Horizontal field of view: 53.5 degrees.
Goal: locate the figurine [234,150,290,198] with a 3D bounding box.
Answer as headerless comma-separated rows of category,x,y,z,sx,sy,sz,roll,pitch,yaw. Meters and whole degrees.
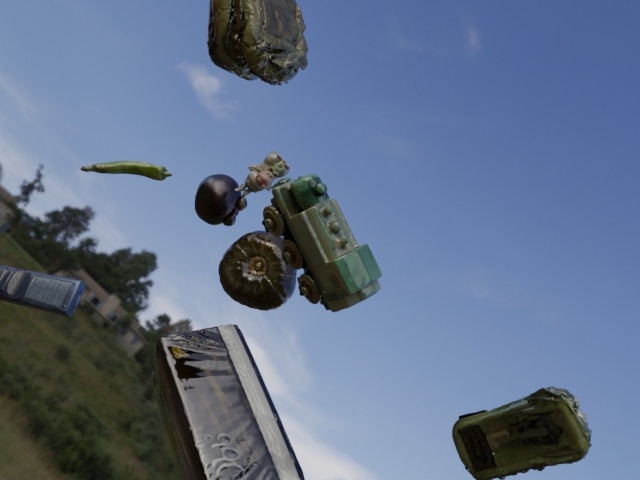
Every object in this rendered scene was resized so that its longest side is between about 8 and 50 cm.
figurine,-0.154,-0.165,1.618,0.081,0.146,0.098,51,-5,3

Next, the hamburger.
hamburger,-0.116,-0.362,1.062,0.130,0.205,0.183,-12,-13,31

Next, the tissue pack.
tissue pack,-0.192,0.361,1.246,0.369,0.198,0.209,61,-30,33

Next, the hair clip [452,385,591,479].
hair clip,0.370,0.347,1.147,0.138,0.091,0.321,65,-32,14

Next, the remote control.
remote control,-0.351,0.053,0.737,0.153,0.043,0.027,10,-34,10

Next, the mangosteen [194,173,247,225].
mangosteen,-0.280,-0.111,1.793,0.153,0.152,0.152,32,-28,19

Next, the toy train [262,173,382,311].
toy train,0.000,0.000,0.827,0.125,0.081,0.193,-24,-87,58

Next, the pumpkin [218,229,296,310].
pumpkin,-0.163,0.078,1.704,0.219,0.218,0.162,33,-2,16

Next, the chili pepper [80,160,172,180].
chili pepper,-0.463,-0.172,1.528,0.208,0.048,0.043,3,-26,-12
